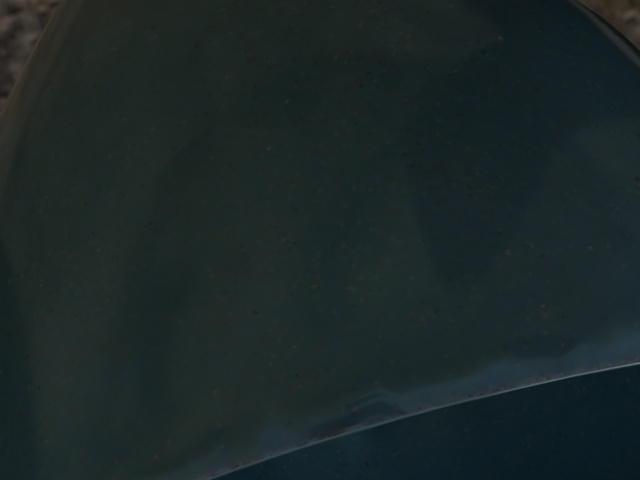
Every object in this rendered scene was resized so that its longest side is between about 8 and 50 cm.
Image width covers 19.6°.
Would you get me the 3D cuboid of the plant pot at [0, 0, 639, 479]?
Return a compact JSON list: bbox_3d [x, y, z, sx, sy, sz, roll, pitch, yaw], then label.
[{"bbox_3d":[0.000,0.000,0.613,0.290,0.195,0.290,-15,161,-5],"label":"plant pot"}]
